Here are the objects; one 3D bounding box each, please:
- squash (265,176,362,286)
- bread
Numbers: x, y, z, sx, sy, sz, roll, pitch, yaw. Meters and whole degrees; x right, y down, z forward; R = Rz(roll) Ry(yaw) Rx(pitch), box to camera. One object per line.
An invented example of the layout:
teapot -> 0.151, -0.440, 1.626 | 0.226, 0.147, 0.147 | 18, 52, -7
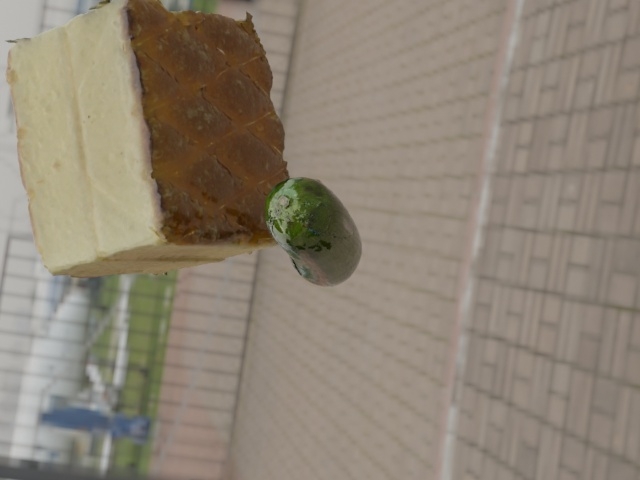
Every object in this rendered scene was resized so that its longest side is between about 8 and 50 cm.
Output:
squash -> 0.000, 0.002, 1.630 | 0.331, 0.087, 0.087 | 67, -151, -75
bread -> -0.190, -0.109, 1.724 | 0.279, 0.207, 0.279 | -4, -99, -60
